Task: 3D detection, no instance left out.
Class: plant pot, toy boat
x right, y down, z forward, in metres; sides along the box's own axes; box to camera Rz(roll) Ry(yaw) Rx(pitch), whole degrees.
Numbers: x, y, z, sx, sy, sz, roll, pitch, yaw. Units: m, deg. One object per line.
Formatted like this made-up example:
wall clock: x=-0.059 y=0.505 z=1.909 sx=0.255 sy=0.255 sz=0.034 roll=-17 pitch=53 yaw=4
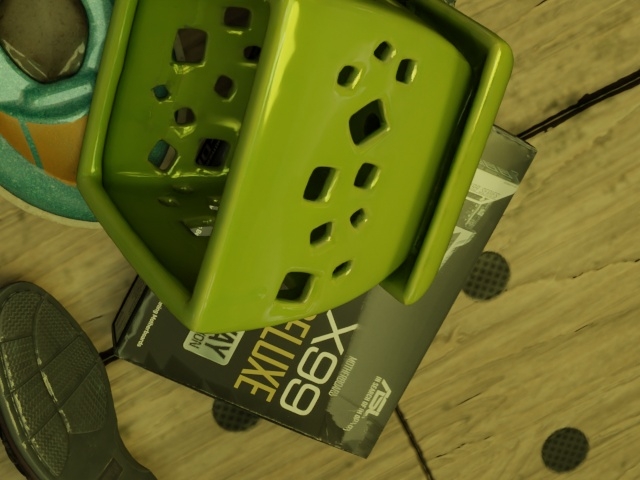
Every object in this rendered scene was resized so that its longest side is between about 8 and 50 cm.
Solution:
plant pot: x=-0.015 y=-0.084 z=0.869 sx=0.207 sy=0.228 sz=0.227 roll=2 pitch=116 yaw=-34
toy boat: x=-0.255 y=-0.105 z=0.951 sx=0.318 sy=0.148 sz=0.268 roll=-22 pitch=110 yaw=-5

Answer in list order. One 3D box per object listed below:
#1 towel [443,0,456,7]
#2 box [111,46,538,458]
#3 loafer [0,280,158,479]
towel: x=0.005 y=-0.343 z=0.893 sx=0.312 sy=0.056 sz=0.324 roll=19 pitch=126 yaw=-3
box: x=0.000 y=0.000 z=1.074 sx=0.242 sy=0.076 sz=0.307 roll=26 pitch=99 yaw=-18
loafer: x=-0.218 y=0.175 z=1.073 sx=0.095 sy=0.109 sz=0.303 roll=-10 pitch=114 yaw=38
